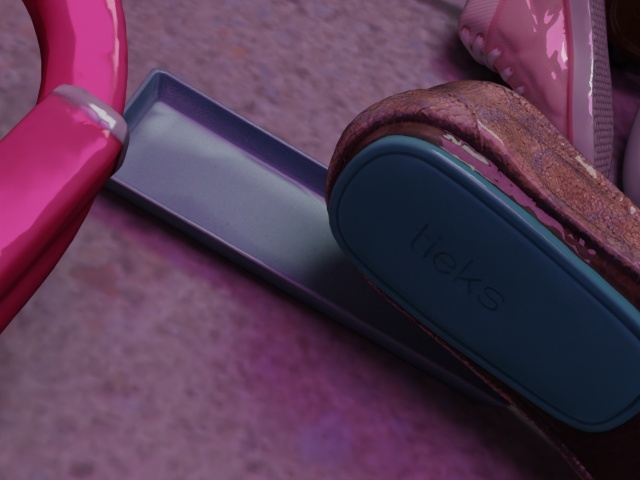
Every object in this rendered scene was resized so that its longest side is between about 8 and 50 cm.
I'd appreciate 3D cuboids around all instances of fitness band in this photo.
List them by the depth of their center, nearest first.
[{"bbox_3d":[-0.177,-0.031,0.301,0.209,0.054,0.291,38,58,1],"label":"fitness band"}]

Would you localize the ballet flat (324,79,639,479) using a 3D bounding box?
[{"bbox_3d":[0.139,0.053,0.445,0.316,0.107,0.106,48,32,0],"label":"ballet flat"}]

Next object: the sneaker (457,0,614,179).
[{"bbox_3d":[0.106,-0.082,0.585,0.051,0.070,0.134,20,66,-64],"label":"sneaker"}]

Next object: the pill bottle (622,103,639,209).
[{"bbox_3d":[0.249,-0.026,0.571,0.184,0.103,0.103,19,48,-12],"label":"pill bottle"}]

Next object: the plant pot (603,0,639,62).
[{"bbox_3d":[0.216,-0.230,0.652,0.237,0.237,0.254,16,62,-16],"label":"plant pot"}]

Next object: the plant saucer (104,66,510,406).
[{"bbox_3d":[0.000,0.000,0.482,0.192,0.018,0.067,30,47,-2],"label":"plant saucer"}]
